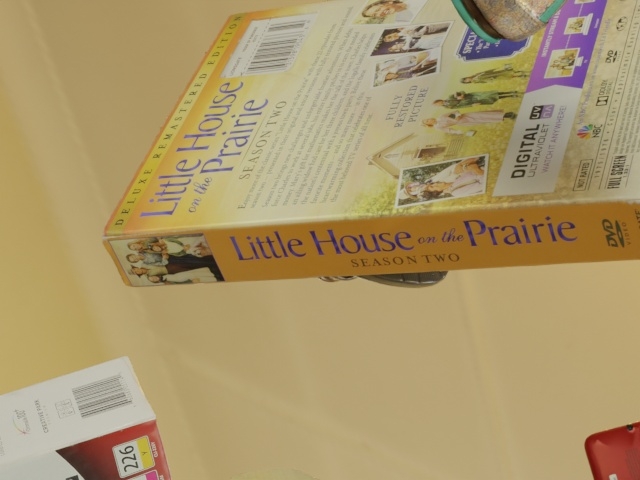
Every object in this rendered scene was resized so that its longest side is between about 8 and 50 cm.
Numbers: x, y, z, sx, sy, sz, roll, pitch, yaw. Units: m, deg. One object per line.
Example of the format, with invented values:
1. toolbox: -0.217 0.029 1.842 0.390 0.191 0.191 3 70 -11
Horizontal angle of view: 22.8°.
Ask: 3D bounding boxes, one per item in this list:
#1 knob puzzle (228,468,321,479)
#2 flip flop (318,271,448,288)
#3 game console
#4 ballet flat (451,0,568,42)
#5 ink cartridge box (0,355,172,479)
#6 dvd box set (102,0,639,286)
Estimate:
1. knob puzzle: -0.057 0.320 1.660 0.213 0.213 0.030 14 -28 42
2. flip flop: 0.000 0.000 1.677 0.277 0.112 0.080 3 -24 -2
3. game console: 0.313 0.236 1.407 0.144 0.124 0.085 -99 171 -48
4. ballet flat: 0.081 -0.271 0.983 0.106 0.107 0.316 -35 -106 25
5. ink cartridge box: -0.254 0.298 1.410 0.130 0.271 0.309 -130 -154 -62
6. dvd box set: 0.075 -0.092 1.203 0.420 0.308 0.062 -4 -52 24
